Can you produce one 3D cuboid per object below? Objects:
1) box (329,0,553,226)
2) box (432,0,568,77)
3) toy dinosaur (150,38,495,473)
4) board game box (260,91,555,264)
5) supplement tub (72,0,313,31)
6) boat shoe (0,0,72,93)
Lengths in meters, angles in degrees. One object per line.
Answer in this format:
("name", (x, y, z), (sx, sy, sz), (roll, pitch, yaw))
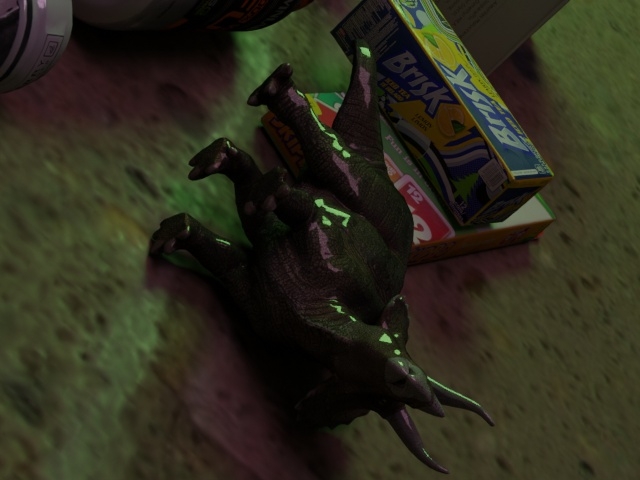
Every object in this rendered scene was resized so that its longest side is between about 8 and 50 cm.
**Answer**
("box", (0.082, -0.092, 1.309), (0.059, 0.054, 0.169), (-7, 60, -55))
("box", (0.166, -0.242, 1.530), (0.119, 0.182, 0.181), (46, 30, -1))
("toy dinosaur", (0.000, 0.000, 1.135), (0.160, 0.121, 0.313), (48, 23, -26))
("board game box", (0.071, -0.047, 1.333), (0.124, 0.039, 0.259), (57, 28, 15))
("supplement tub", (-0.077, -0.189, 1.215), (0.190, 0.117, 0.117), (-9, 62, -55))
("boat shoe", (-0.238, -0.235, 1.052), (0.119, 0.121, 0.335), (4, 54, -56))
